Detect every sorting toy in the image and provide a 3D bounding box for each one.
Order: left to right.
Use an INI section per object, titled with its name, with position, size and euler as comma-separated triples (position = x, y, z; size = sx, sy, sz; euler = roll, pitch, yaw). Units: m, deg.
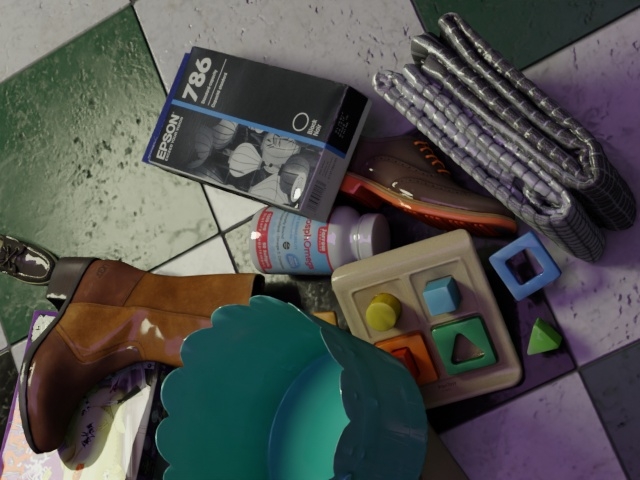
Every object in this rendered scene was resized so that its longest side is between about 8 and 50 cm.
[sorting toy]
position = 0.120, 0.104, 1.743
size = 0.348, 0.047, 0.196
euler = -18, 99, 21

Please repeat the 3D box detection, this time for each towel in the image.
[towel]
position = 0.216, -0.114, 1.660
size = 0.284, 0.235, 0.121
euler = 44, 97, 21

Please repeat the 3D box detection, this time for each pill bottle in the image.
[pill bottle]
position = 0.000, 0.000, 1.819
size = 0.160, 0.087, 0.087
euler = 0, 83, 24

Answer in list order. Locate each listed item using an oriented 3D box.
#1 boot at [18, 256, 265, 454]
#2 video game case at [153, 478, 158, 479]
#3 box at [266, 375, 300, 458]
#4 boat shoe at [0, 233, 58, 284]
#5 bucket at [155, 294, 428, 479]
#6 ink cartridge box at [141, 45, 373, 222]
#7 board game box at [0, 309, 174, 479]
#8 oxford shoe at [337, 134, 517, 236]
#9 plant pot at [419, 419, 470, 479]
[boot]
position = -0.218, 0.154, 1.850
size = 0.281, 0.096, 0.264
euler = 7, 64, 16
[video game case]
position = -0.203, 0.369, 1.866
size = 0.087, 0.011, 0.122
euler = 22, 71, 8
[box]
position = -0.067, 0.287, 1.830
size = 0.175, 0.051, 0.220
euler = -24, 74, 19
[boat shoe]
position = -0.426, 0.022, 2.024
size = 0.152, 0.049, 0.056
euler = 17, 90, 24
[bucket]
position = -0.028, 0.213, 1.659
size = 0.281, 0.183, 0.281
euler = -16, 63, 36
[ink cartridge box]
position = -0.102, -0.142, 1.851
size = 0.333, 0.065, 0.165
euler = 17, 86, 39
[board game box]
position = -0.307, 0.263, 1.896
size = 0.208, 0.056, 0.346
euler = 0, 69, 26
[oxford shoe]
position = 0.117, -0.076, 1.776
size = 0.271, 0.097, 0.098
euler = 19, 84, 24
[plant pot]
position = 0.095, 0.279, 1.735
size = 0.109, 0.096, 0.109
euler = -40, 70, 14
